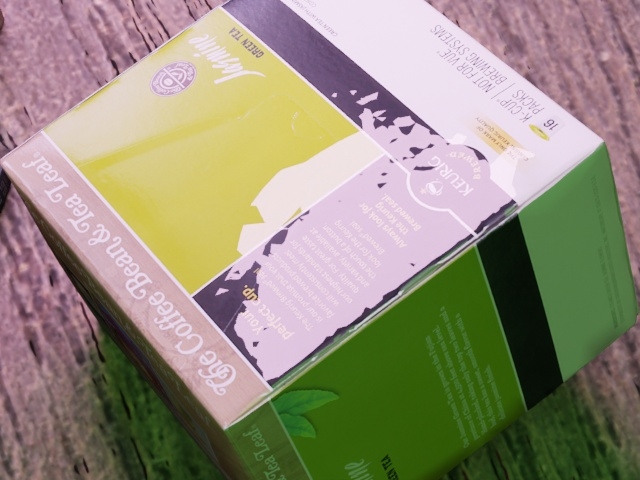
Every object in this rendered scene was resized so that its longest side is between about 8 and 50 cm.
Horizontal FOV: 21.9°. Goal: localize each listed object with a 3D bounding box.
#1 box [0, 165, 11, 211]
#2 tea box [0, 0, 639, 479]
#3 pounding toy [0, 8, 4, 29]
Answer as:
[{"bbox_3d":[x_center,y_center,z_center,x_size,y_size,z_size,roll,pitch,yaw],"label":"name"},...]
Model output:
[{"bbox_3d":[-0.393,-0.010,1.349,0.233,0.059,0.183,18,75,1],"label":"box"},{"bbox_3d":[0.000,0.000,1.222,0.323,0.220,0.329,-35,50,-11],"label":"tea box"},{"bbox_3d":[-0.318,-0.204,1.360,0.130,0.141,0.100,18,75,2],"label":"pounding toy"}]
